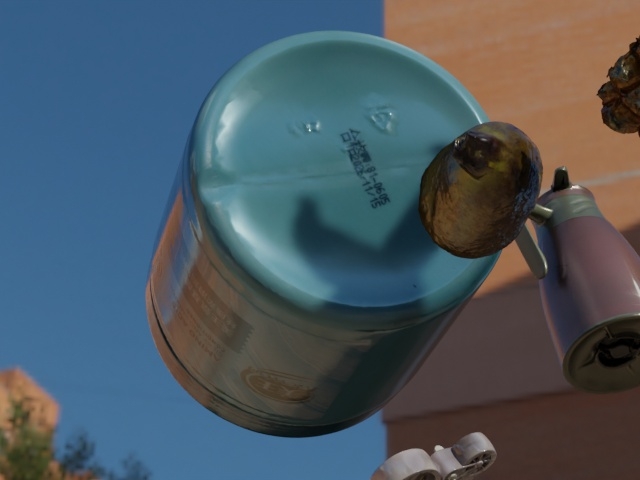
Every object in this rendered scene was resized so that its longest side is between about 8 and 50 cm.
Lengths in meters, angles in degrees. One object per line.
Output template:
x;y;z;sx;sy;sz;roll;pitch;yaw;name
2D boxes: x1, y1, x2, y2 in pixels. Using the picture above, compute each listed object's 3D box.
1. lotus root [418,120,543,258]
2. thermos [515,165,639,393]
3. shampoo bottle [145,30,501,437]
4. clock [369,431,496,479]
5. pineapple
0.130;-0.046;1.193;0.094;0.108;0.190;19;-11;0;lotus root
0.327;0.042;1.889;0.176;0.265;0.146;19;-52;-31;thermos
0.000;0.000;1.578;0.331;0.331;0.342;9;-26;-10;shampoo bottle
0.105;0.225;1.435;0.129;0.041;0.087;-17;-40;-23;clock
0.272;-0.107;1.111;0.114;0.114;0.077;-48;-16;14;pineapple
